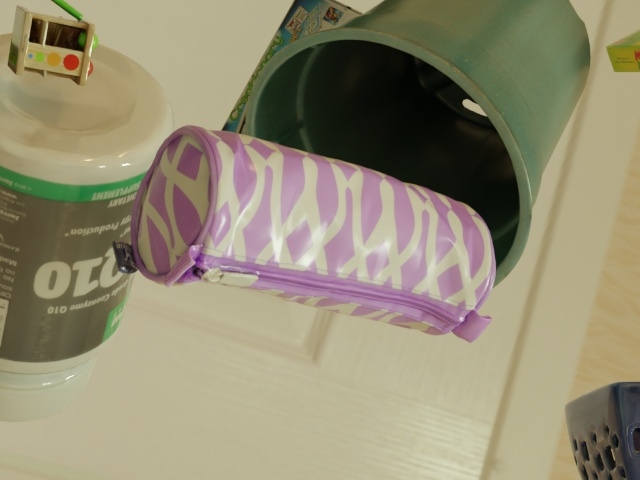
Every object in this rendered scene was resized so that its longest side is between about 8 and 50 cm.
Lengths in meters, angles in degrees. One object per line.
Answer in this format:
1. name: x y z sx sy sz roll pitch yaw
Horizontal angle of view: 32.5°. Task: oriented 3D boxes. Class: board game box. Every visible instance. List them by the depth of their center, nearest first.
1. board game box: 0.496 -0.275 1.547 0.092 0.043 0.181 -28 -163 -14
2. board game box: -0.026 -0.194 1.573 0.193 0.053 0.305 34 -83 36

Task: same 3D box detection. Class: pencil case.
1. pencil case: 0.000 0.000 0.590 0.086 0.206 0.088 -57 -140 30

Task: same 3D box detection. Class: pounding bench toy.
1. pounding bench toy: -0.220 -0.178 0.921 0.052 0.065 0.083 36 -63 61

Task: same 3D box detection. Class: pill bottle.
1. pill bottle: -0.276 -0.001 1.067 0.204 0.204 0.361 -94 -160 -48

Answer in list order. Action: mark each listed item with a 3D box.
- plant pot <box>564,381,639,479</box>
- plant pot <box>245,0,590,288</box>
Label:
1. plant pot: 0.464 0.302 1.434 0.236 0.236 0.212 101 -9 -75
2. plant pot: 0.142 -0.159 1.281 0.334 0.341 0.341 -50 -179 -43
